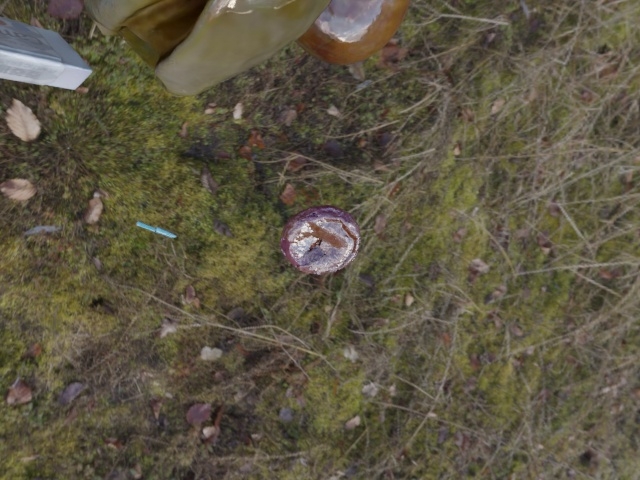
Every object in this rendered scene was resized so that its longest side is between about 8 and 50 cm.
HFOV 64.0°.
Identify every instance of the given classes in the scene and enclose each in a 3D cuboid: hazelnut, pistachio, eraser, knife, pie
[{"bbox_3d":[0.034,-0.580,1.137,0.365,0.365,0.366,-5,101,-25],"label":"hazelnut"},{"bbox_3d":[-0.095,-0.234,0.444,0.166,0.288,0.197,49,61,-29],"label":"pistachio"},{"bbox_3d":[-0.671,-0.380,0.965,0.396,0.213,0.082,-7,135,-55],"label":"eraser"},{"bbox_3d":[-0.369,-0.024,1.155,0.091,0.005,0.014,23,107,-21],"label":"knife"},{"bbox_3d":[0.000,0.000,1.132,0.182,0.050,0.183,-4,128,-5],"label":"pie"}]
